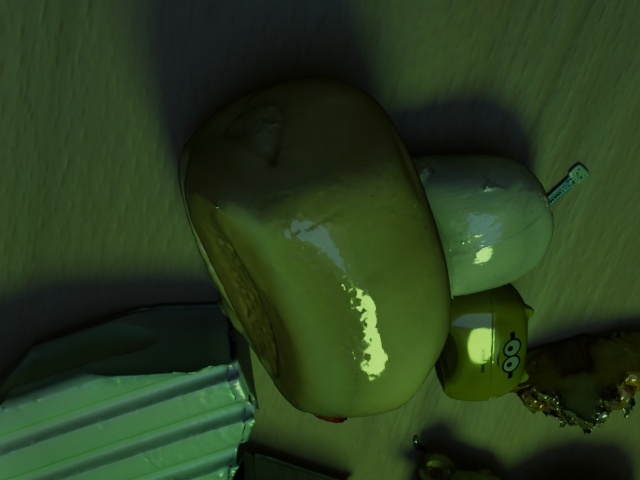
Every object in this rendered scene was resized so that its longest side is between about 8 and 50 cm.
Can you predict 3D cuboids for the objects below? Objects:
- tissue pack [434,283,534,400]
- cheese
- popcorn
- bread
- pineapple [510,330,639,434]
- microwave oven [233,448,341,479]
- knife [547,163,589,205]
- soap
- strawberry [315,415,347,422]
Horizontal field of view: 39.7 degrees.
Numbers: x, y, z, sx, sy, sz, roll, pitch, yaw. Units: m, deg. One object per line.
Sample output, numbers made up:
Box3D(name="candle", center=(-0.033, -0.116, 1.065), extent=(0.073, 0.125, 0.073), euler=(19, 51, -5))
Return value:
Box3D(name="tissue pack", center=(0.229, 0.135, 1.261), extent=(0.127, 0.123, 0.178), euler=(-4, 117, -4))
Box3D(name="cheese", center=(0.208, -0.025, 1.160), extent=(0.189, 0.154, 0.198), euler=(-14, 118, -4))
Box3D(name="popcorn", center=(0.213, 0.428, 1.409), extent=(0.195, 0.173, 0.168), euler=(34, 131, -30))
Box3D(name="bread", center=(0.000, 0.000, 1.067), extent=(0.253, 0.348, 0.376), euler=(-32, 117, -16))
Box3D(name="pineapple", center=(0.402, 0.245, 1.322), extent=(0.250, 0.164, 0.139), euler=(-16, 126, -1))
Box3D(name="microwave oven", center=(-0.087, 0.507, 1.391), extent=(0.238, 0.181, 0.295), euler=(21, 114, -18))
Box3D(name="knife", center=(0.332, -0.066, 1.230), extent=(0.027, 0.010, 0.096), euler=(38, 108, -22))
Box3D(name="soap", center=(-0.301, 0.257, 1.252), extent=(0.446, 0.156, 0.261), euler=(-19, 117, 5))
Box3D(name="strawberry", center=(0.018, 0.216, 1.304), extent=(0.106, 0.106, 0.106), euler=(-2, 118, -5))
